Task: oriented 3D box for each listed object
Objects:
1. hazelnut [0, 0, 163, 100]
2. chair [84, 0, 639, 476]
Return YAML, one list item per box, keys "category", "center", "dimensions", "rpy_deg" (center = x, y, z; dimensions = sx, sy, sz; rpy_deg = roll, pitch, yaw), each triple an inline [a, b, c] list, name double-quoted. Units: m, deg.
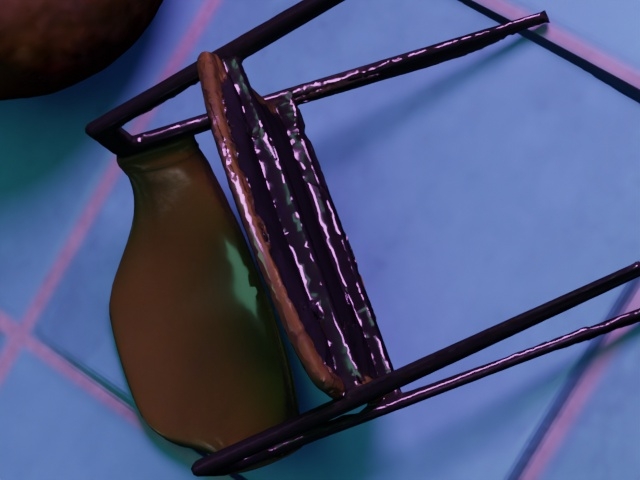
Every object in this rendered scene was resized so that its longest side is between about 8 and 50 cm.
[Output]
- category: "hazelnut"
  center: [-0.165, -0.159, 0.802]
  dimensions: [0.208, 0.208, 0.208]
  rpy_deg: [-4, 79, 20]
- category: "chair"
  center: [0.000, 0.000, 0.717]
  dimensions: [0.246, 0.172, 0.159]
  rpy_deg: [-22, 74, 9]
